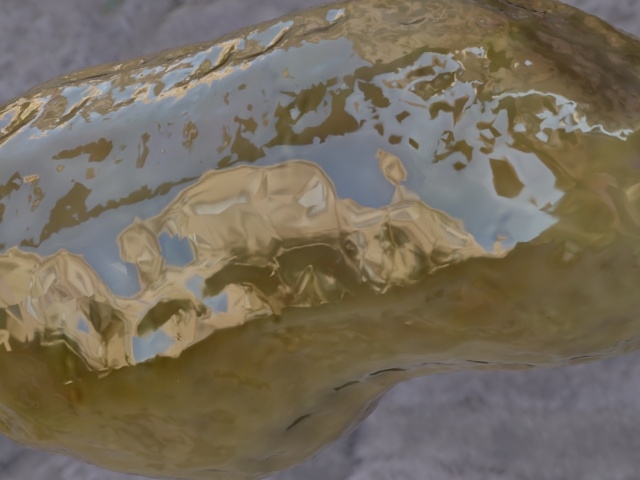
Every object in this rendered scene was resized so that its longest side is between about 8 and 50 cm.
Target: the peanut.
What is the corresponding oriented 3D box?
[{"bbox_3d":[0.000,0.000,0.511,0.236,0.110,0.120,-9,81,20],"label":"peanut"}]
